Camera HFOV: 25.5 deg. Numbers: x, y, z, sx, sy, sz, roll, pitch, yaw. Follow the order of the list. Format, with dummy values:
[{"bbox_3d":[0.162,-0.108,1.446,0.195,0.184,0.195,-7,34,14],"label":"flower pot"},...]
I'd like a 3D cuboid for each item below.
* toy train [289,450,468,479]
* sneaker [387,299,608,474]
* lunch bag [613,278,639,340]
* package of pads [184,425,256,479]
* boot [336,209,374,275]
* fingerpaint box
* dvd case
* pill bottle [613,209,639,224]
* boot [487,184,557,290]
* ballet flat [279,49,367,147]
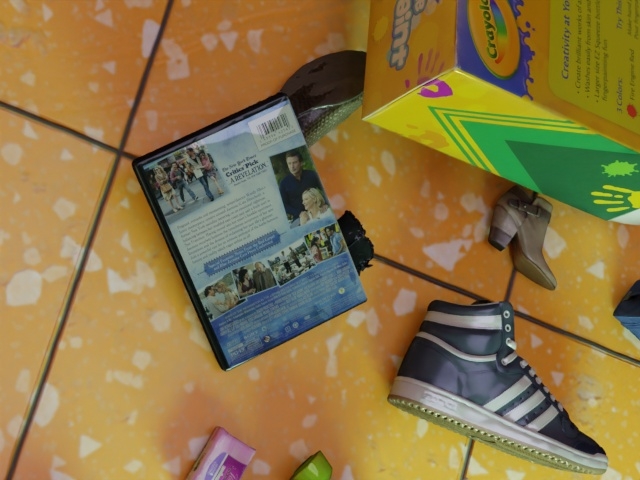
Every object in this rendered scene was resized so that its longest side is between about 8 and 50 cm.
[{"bbox_3d":[0.028,0.284,1.525,0.248,0.105,0.143,-39,85,-24],"label":"toy train"},{"bbox_3d":[0.225,0.163,1.625,0.282,0.099,0.153,23,75,-16],"label":"sneaker"},{"bbox_3d":[0.406,0.083,1.718,0.065,0.098,0.067,39,74,-11],"label":"lunch bag"},{"bbox_3d":[-0.108,0.244,1.499,0.050,0.032,0.083,35,70,-14],"label":"package of pads"},{"bbox_3d":[0.000,0.000,1.578,0.099,0.045,0.121,-33,104,-22],"label":"boot"},{"bbox_3d":[0.246,-0.293,1.598,0.371,0.163,0.445,19,63,-31],"label":"fingerpaint box"},{"bbox_3d":[-0.072,-0.008,1.507,0.180,0.022,0.253,-26,108,-13],"label":"dvd case"},{"bbox_3d":[0.392,-0.122,1.736,0.108,0.108,0.194,16,76,-21],"label":"pill bottle"},{"bbox_3d":[0.255,-0.008,1.696,0.118,0.042,0.087,40,66,-14],"label":"boot"},{"bbox_3d":[-0.025,-0.130,1.583,0.084,0.058,0.250,31,59,27],"label":"ballet flat"}]
